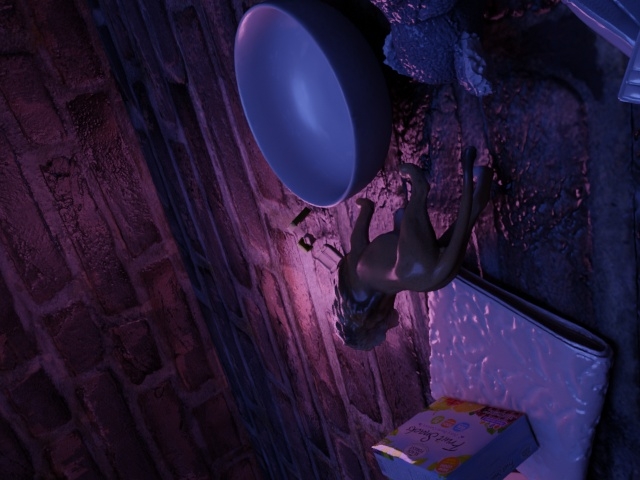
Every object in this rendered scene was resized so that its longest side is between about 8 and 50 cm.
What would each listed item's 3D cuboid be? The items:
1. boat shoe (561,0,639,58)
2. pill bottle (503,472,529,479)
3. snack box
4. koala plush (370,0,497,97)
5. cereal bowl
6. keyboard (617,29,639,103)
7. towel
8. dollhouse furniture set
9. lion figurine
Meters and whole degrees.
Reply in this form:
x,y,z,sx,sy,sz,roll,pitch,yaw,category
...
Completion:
x,y,z,sx,sy,sz,roll,pitch,yaw,category
0.291,-0.200,0.523,0.109,0.094,0.302,-35,73,23,boat shoe
0.365,0.629,1.019,0.392,0.224,0.224,64,154,-2,pill bottle
0.210,0.336,0.965,0.207,0.174,0.070,-15,100,64,snack box
0.124,-0.275,0.688,0.196,0.203,0.221,34,154,46,koala plush
0.003,-0.231,0.982,0.339,0.141,0.339,43,148,37,cereal bowl
0.299,-0.225,0.441,0.072,0.014,0.256,22,107,31,keyboard
0.298,0.219,0.958,0.317,0.053,0.332,35,142,46,towel
0.000,0.000,1.341,0.151,0.058,0.076,41,144,2,dollhouse furniture set
0.120,0.031,0.903,0.392,0.142,0.240,130,154,-68,lion figurine
